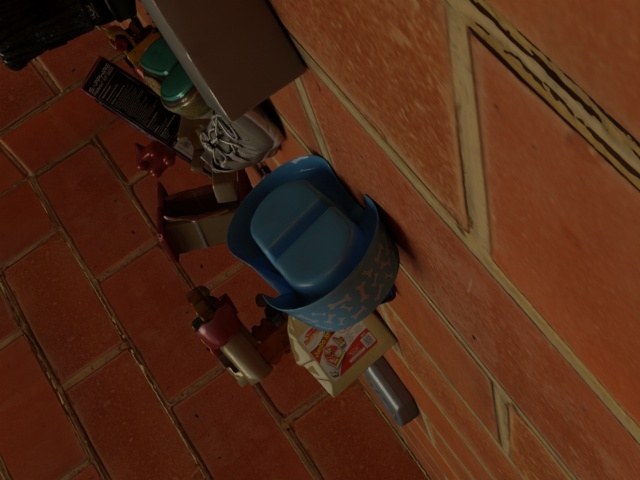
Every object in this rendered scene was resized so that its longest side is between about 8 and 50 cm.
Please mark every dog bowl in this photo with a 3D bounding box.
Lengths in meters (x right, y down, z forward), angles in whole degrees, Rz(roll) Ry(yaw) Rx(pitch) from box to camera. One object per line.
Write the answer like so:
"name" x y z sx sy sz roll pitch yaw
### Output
"dog bowl" -0.008 0.004 1.152 0.074 0.166 0.297 45 -179 -33

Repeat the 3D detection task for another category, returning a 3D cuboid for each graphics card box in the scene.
"graphics card box" -0.358 -0.268 2.154 0.370 0.094 0.233 32 178 -12

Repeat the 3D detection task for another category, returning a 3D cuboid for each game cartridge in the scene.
"game cartridge" 0.154 0.344 2.252 0.198 0.062 0.297 58 175 15

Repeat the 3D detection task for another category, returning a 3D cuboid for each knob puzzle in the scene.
"knob puzzle" 0.022 0.162 1.744 0.213 0.213 0.030 55 -155 7

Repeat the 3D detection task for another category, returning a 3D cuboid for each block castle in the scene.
"block castle" -0.121 0.115 1.987 0.213 0.303 0.453 49 175 -4

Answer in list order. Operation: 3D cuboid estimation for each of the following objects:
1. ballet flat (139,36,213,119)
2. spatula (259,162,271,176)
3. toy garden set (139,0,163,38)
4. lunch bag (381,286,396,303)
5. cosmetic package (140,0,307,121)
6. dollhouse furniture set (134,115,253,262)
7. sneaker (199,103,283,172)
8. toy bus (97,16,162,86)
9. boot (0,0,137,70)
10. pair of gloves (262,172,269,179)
"ballet flat" -0.194 -0.245 1.489 0.123 0.123 0.348 58 172 -27
"spatula" -0.132 -0.156 1.852 0.296 0.030 0.084 54 180 5
"toy garden set" -0.288 -0.400 1.669 0.204 0.049 0.244 53 174 26
"lunch bag" 0.025 0.029 1.324 0.151 0.096 0.129 18 -155 -46
"cosmetic package" -0.124 -0.246 0.948 0.238 0.107 0.127 55 175 -25
"dollhouse furniture set" -0.261 -0.131 1.943 0.374 0.201 0.152 73 -172 -51
"sneaker" -0.125 -0.149 1.413 0.105 0.115 0.281 54 174 10
"toy bus" -0.371 -0.410 2.018 0.191 0.104 0.202 48 177 15
"boot" -0.487 -0.456 1.788 0.348 0.260 0.131 -109 -6 -61
"pair of gloves" 0.000 0.000 1.615 0.204 0.042 0.240 45 171 44
